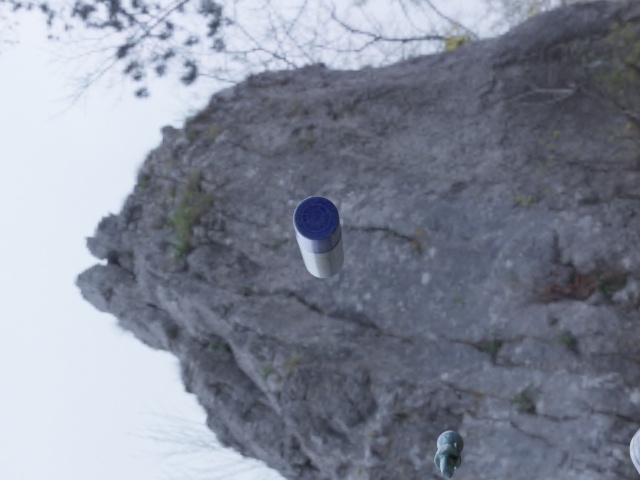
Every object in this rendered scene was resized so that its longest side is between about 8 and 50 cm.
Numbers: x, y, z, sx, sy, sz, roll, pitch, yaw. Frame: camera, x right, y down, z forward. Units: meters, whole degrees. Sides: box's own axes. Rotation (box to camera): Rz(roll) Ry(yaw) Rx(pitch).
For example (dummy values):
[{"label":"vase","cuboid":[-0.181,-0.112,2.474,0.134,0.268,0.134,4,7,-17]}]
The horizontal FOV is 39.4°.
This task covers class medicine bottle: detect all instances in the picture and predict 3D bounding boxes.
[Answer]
[{"label":"medicine bottle","cuboid":[0.000,0.000,1.174,0.231,0.059,0.059,81,-157,-76]}]

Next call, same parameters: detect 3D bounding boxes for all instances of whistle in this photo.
[{"label":"whistle","cuboid":[0.165,0.275,1.153,0.100,0.035,0.035,-54,-37,-70]}]

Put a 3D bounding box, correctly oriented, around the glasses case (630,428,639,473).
[{"label":"glasses case","cuboid":[0.363,0.246,0.858,0.063,0.164,0.041,-33,-10,-25]}]
